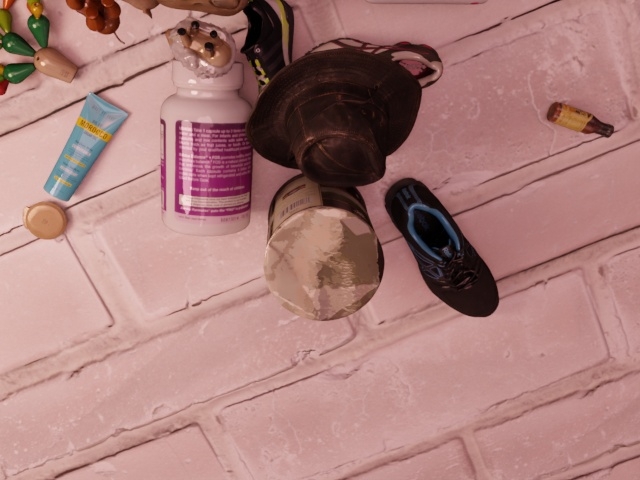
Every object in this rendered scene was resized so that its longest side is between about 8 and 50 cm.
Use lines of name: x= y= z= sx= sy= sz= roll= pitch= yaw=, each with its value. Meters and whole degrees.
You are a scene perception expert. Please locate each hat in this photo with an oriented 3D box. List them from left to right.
hat: x=0.043 y=-0.172 z=1.165 sx=0.331 sy=0.134 sz=0.331 roll=-13 pitch=150 yaw=-7

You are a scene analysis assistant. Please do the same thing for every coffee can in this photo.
coffee can: x=0.000 y=0.000 z=1.239 sx=0.202 sy=0.275 sz=0.201 roll=-1 pitch=108 yaw=-2

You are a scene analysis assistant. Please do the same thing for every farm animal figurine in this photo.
farm animal figurine: x=-0.256 y=-0.454 z=1.118 sx=0.327 sy=0.172 sz=0.330 roll=19 pitch=82 yaw=-5

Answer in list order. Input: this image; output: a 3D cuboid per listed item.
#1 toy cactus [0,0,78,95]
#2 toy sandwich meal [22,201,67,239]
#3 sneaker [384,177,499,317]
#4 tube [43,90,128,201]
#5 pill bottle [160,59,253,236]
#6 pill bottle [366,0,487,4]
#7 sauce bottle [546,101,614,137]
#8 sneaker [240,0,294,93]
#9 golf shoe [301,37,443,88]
toy cactus: x=-0.523 y=-0.343 z=1.207 sx=0.180 sy=0.112 sz=0.219 roll=27 pitch=96 yaw=-21
toy sandwich meal: x=-0.541 y=-0.040 z=1.334 sx=0.086 sy=0.029 sz=0.085 roll=-2 pitch=107 yaw=-7
sneaker: x=0.244 y=0.037 z=1.334 sx=0.125 sy=0.139 sz=0.341 roll=-38 pitch=107 yaw=8
tube: x=-0.451 y=-0.173 z=1.287 sx=0.080 sy=0.052 sz=0.207 roll=30 pitch=98 yaw=-21
pill bottle: x=-0.205 y=-0.172 z=1.231 sx=0.169 sy=0.169 sz=0.301 roll=3 pitch=108 yaw=-3
pill bottle: x=0.149 y=-0.485 z=1.149 sx=0.283 sy=0.160 sz=0.160 roll=-1 pitch=108 yaw=-2
sauce bottle: x=0.504 y=-0.230 z=1.311 sx=0.128 sy=0.042 sz=0.042 roll=16 pitch=106 yaw=-10
sneaker: x=-0.106 y=-0.321 z=1.218 sx=0.097 sy=0.084 sz=0.234 roll=-9 pitch=101 yaw=-39
golf shoe: x=0.086 y=-0.313 z=1.225 sx=0.273 sy=0.120 sz=0.105 roll=-5 pitch=110 yaw=1
